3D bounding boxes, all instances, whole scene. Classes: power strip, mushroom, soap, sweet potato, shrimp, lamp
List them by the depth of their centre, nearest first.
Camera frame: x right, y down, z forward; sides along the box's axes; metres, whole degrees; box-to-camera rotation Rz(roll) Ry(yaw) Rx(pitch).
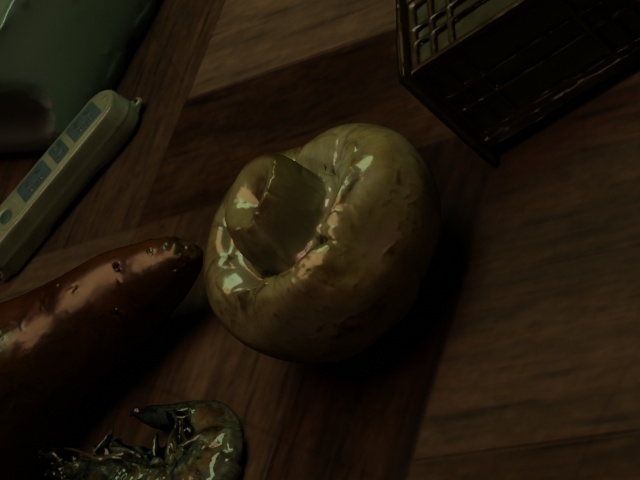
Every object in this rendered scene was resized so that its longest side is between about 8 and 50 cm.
[{"bbox_3d":[0.188,-0.167,1.011,0.325,0.089,0.090,-33,36,27],"label":"lamp"},{"bbox_3d":[0.000,0.000,1.054,0.148,0.112,0.148,-39,34,34],"label":"mushroom"},{"bbox_3d":[-0.103,0.131,1.130,0.161,0.034,0.091,1,47,44],"label":"shrimp"},{"bbox_3d":[-0.219,0.108,1.221,0.359,0.112,0.112,-49,32,9],"label":"sweet potato"},{"bbox_3d":[-0.201,-0.038,1.414,0.191,0.030,0.047,-49,32,1],"label":"power strip"},{"bbox_3d":[-0.284,-0.178,1.577,0.347,0.115,0.208,-1,57,51],"label":"soap"}]
